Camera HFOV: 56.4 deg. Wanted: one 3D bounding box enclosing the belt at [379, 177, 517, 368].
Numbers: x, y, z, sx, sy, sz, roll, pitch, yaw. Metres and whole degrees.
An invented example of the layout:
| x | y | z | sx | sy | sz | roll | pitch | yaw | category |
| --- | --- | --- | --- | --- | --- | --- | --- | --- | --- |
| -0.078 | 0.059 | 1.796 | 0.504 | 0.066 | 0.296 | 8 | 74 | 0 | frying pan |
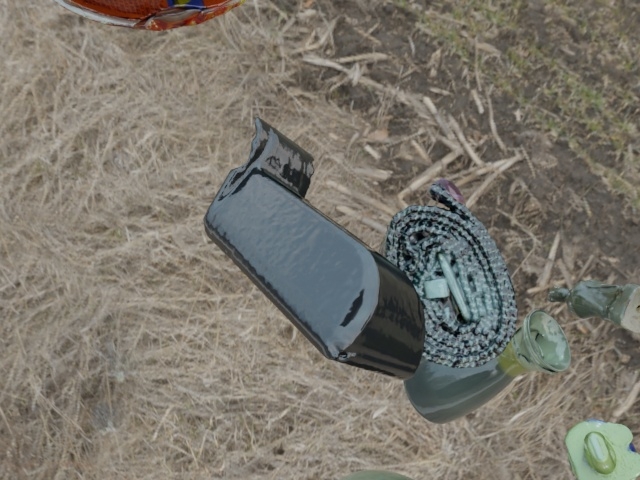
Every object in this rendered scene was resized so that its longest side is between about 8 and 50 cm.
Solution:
| x | y | z | sx | sy | sz | roll | pitch | yaw | category |
| --- | --- | --- | --- | --- | --- | --- | --- | --- | --- |
| 0.203 | 0.061 | 1.011 | 0.206 | 0.160 | 0.295 | -27 | 90 | 9 | belt |

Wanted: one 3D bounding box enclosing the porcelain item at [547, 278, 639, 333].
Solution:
| x | y | z | sx | sy | sz | roll | pitch | yaw | category |
| --- | --- | --- | --- | --- | --- | --- | --- | --- | --- |
| 0.496 | 0.106 | 1.085 | 0.069 | 0.215 | 0.081 | 26 | 86 | -19 | porcelain item |

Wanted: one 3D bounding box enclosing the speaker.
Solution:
| x | y | z | sx | sy | sz | roll | pitch | yaw | category |
| --- | --- | --- | --- | --- | --- | --- | --- | --- | --- |
| 0.000 | 0.000 | 0.827 | 0.388 | 0.180 | 0.184 | 40 | 98 | 41 | speaker |

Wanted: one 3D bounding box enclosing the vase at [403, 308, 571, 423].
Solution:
| x | y | z | sx | sy | sz | roll | pitch | yaw | category |
| --- | --- | --- | --- | --- | --- | --- | --- | --- | --- |
| 0.330 | 0.253 | 1.202 | 0.173 | 0.321 | 0.173 | 19 | 55 | -30 | vase |

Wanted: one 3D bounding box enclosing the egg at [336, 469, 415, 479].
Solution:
| x | y | z | sx | sy | sz | roll | pitch | yaw | category |
| --- | --- | --- | --- | --- | --- | --- | --- | --- | --- |
| 0.101 | 0.516 | 0.927 | 0.278 | 0.336 | 0.279 | -1 | 94 | -8 | egg |

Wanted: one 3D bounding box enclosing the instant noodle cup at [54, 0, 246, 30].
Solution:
| x | y | z | sx | sy | sz | roll | pitch | yaw | category |
| --- | --- | --- | --- | --- | --- | --- | --- | --- | --- |
| -0.127 | -0.294 | 0.384 | 0.250 | 0.192 | 0.251 | 1 | 82 | -4 | instant noodle cup |

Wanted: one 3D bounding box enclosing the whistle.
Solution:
| x | y | z | sx | sy | sz | roll | pitch | yaw | category |
| --- | --- | --- | --- | --- | --- | --- | --- | --- | --- |
| 0.366 | 0.281 | 0.776 | 0.085 | 0.227 | 0.105 | -20 | 58 | 16 | whistle |
